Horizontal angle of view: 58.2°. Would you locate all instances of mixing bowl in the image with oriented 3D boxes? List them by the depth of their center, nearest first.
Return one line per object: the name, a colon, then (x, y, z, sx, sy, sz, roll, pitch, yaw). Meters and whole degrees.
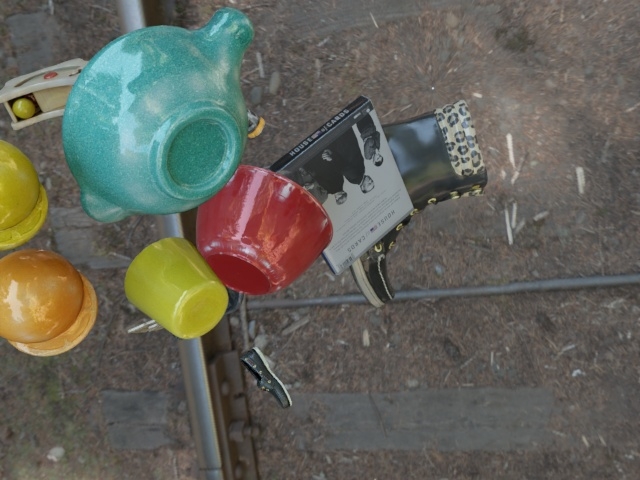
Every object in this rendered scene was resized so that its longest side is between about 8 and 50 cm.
mixing bowl: (-0.085, 0.004, 0.714, 0.181, 0.098, 0.181, 16, 146, 11)

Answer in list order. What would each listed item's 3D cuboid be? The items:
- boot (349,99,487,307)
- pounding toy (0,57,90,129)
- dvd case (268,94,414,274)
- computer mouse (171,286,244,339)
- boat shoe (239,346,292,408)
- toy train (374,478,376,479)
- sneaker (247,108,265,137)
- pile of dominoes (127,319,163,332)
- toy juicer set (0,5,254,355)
boot: (0.166, -0.063, 1.076, 0.284, 0.138, 0.378, -18, 114, 4)
pounding toy: (-0.532, -0.294, 1.247, 0.269, 0.154, 0.155, -24, 129, -15)
dvd case: (0.044, -0.077, 0.893, 0.179, 0.029, 0.239, -39, 133, -10)
computer mouse: (-0.319, 0.153, 1.586, 0.272, 0.072, 0.189, -19, 97, 22)
boat shoe: (-0.104, 0.268, 1.096, 0.133, 0.042, 0.049, 53, 150, 5)
toy train: (0.102, 0.631, 1.179, 0.143, 0.248, 0.105, -42, 117, 7)
sneaker: (-0.253, -0.331, 1.577, 0.214, 0.083, 0.084, 2, 68, 35)
pile of dominoes: (-0.439, 0.216, 1.750, 0.251, 0.196, 0.040, -23, 80, 2)
toy juicer set: (-0.129, -0.073, 0.365, 0.089, 0.209, 0.329, 36, 118, 35)
